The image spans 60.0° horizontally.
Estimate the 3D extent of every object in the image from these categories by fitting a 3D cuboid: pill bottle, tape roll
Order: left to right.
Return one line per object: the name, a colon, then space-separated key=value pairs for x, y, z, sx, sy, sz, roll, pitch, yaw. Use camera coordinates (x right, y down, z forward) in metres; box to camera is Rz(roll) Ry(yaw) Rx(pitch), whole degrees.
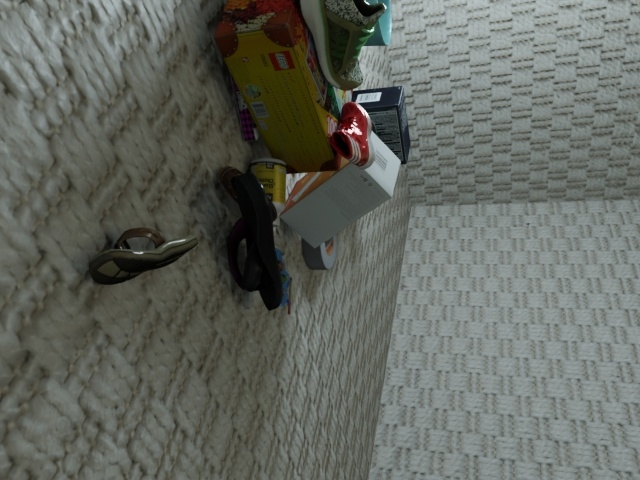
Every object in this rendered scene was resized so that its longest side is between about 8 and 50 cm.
pill bottle: x=-0.149 y=-0.132 z=1.557 sx=0.103 sy=0.103 sz=0.184 roll=20 pitch=70 yaw=-71
tape roll: x=0.000 y=0.000 z=2.060 sx=0.219 sy=0.072 sz=0.219 roll=0 pitch=90 yaw=-71

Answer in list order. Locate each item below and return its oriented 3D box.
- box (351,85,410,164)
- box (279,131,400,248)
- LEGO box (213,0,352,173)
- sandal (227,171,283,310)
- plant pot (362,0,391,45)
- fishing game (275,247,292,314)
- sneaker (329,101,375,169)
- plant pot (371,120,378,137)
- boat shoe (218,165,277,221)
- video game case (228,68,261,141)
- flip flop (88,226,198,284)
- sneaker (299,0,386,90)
box: x=0.223 y=-0.490 z=2.407 sx=0.182 sy=0.297 sz=0.293 roll=-72 pitch=155 yaw=-46
box: x=0.063 y=-0.165 z=1.774 sx=0.168 sy=0.345 sz=0.215 roll=42 pitch=38 yaw=-18
LEGO box: x=-0.071 y=-0.484 z=1.533 sx=0.500 sy=0.193 sz=0.372 roll=65 pitch=29 yaw=-53
sandal: x=-0.183 y=0.021 z=1.402 sx=0.167 sy=0.107 sz=0.445 roll=51 pitch=-24 yaw=39
plant pot: x=0.153 y=-0.947 z=2.303 sx=0.293 sy=0.235 sz=0.292 roll=-1 pitch=90 yaw=-71
fishing game: x=-0.119 y=0.113 z=1.717 sx=0.264 sy=0.041 sz=0.189 roll=66 pitch=20 yaw=-55
sneaker: x=0.080 y=-0.313 z=1.538 sx=0.128 sy=0.087 sz=0.221 roll=18 pitch=48 yaw=-49
plant pot: x=0.115 y=-0.328 z=2.223 sx=0.293 sy=0.197 sz=0.292 roll=-1 pitch=90 yaw=-71
boat shoe: x=-0.179 y=-0.107 z=1.425 sx=0.073 sy=0.073 sz=0.207 roll=-51 pitch=128 yaw=-5
video game case: x=-0.184 y=-0.421 z=1.560 sx=0.210 sy=0.042 sz=0.231 roll=-60 pitch=145 yaw=-60
flip flop: x=-0.328 y=0.014 z=1.030 sx=0.080 sy=0.112 sz=0.277 roll=62 pitch=23 yaw=0
sneaker: x=0.077 y=-0.523 z=1.376 sx=0.410 sy=0.182 sz=0.157 roll=54 pitch=38 yaw=-61
